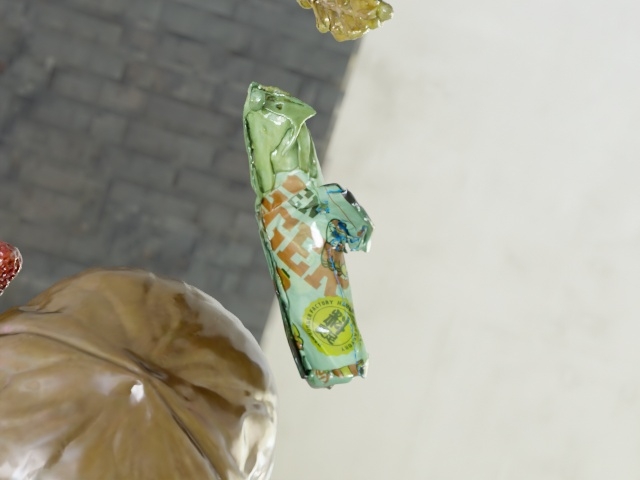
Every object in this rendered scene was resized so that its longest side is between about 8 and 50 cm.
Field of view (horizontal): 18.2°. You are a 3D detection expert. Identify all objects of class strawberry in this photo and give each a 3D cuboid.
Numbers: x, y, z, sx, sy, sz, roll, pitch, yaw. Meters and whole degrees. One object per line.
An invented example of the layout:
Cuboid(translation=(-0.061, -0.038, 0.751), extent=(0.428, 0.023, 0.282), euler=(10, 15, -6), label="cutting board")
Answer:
Cuboid(translation=(-0.310, 0.028, 1.801), extent=(0.073, 0.083, 0.073), euler=(51, 176, 5), label="strawberry")

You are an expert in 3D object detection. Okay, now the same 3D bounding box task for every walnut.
Cuboid(translation=(-0.202, 0.203, 1.773), extent=(0.308, 0.354, 0.398), euler=(30, 151, -3), label="walnut")

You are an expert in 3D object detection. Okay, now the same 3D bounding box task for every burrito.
Cuboid(translation=(0.000, 0.000, 1.689), extent=(0.104, 0.288, 0.054), euler=(-4, -160, 28), label="burrito")

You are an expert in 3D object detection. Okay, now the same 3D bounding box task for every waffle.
Cuboid(translation=(0.008, -0.278, 1.902), extent=(0.038, 0.191, 0.191), euler=(-25, -153, -25), label="waffle")
